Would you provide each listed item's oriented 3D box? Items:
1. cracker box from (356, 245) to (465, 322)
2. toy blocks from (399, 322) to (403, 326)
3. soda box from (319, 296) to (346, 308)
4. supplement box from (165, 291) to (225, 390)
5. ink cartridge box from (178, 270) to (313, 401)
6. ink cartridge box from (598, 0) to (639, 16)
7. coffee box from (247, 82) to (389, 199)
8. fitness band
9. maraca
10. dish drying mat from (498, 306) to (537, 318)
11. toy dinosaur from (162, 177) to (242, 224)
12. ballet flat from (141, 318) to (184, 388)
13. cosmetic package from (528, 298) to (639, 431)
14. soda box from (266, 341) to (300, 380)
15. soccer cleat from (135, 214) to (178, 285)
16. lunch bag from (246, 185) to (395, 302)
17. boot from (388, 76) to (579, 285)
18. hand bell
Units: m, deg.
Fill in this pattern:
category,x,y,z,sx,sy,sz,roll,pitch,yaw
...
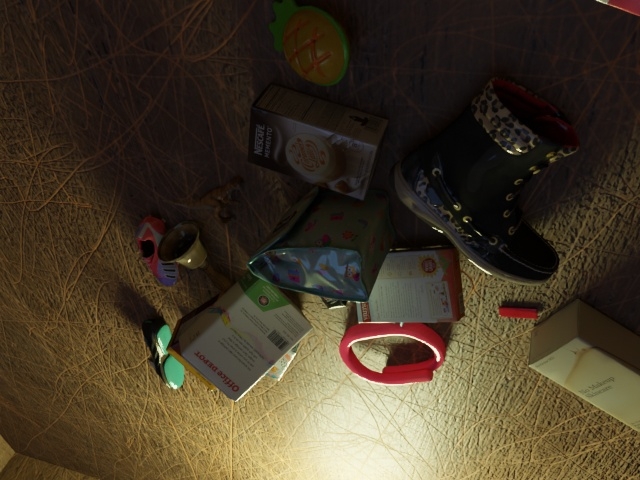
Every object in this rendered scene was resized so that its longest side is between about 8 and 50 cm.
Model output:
category,x,y,z,sx,sy,sz,roll,pitch,yaw
cracker box,0.191,0.098,1.340,0.232,0.067,0.156,-4,93,28
toy blocks,0.228,0.159,1.444,0.123,0.054,0.148,15,136,12
soda box,0.007,0.088,1.473,0.053,0.060,0.169,-13,125,35
supplement box,-0.286,0.282,1.708,0.194,0.129,0.191,-32,115,22
ink cartridge box,-0.193,0.236,1.552,0.201,0.278,0.117,48,176,-23
ink cartridge box,0.352,-0.423,0.785,0.237,0.100,0.172,22,136,4
coffee box,-0.008,-0.191,1.179,0.246,0.098,0.141,18,136,7
fitness band,0.187,0.292,1.599,0.291,0.054,0.209,-17,120,35
maraca,-0.022,-0.343,1.045,0.185,0.099,0.127,42,136,21
dish drying mat,0.448,0.163,1.380,0.083,0.008,0.032,1,131,25
toy dinosaur,-0.253,-0.089,1.434,0.211,0.064,0.112,-20,105,26
ballet flat,-0.511,0.358,1.964,0.096,0.095,0.280,14,126,26
cosmetic package,0.632,0.277,1.331,0.309,0.113,0.160,30,137,-6
soda box,-0.111,0.333,1.764,0.058,0.063,0.183,26,137,-1
soccer cleat,-0.437,0.044,1.610,0.083,0.095,0.248,14,135,13
lunch bag,0.000,0.000,1.272,0.262,0.223,0.160,4,128,24
boot,0.344,-0.094,1.092,0.377,0.138,0.284,37,136,-4
hand bell,-0.298,0.069,1.588,0.126,0.126,0.242,-8,141,30
